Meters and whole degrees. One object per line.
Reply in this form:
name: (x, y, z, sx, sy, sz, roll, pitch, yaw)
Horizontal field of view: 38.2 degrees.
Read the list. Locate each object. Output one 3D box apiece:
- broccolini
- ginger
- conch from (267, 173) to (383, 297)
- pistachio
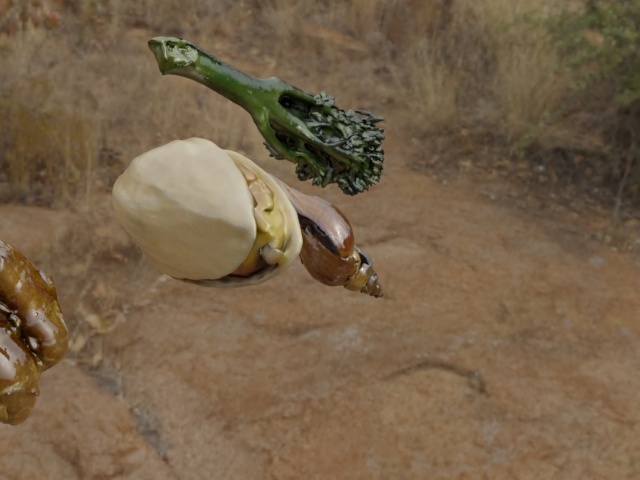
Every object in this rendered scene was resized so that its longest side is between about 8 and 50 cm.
broccolini: (-0.036, -0.068, 0.524, 0.074, 0.058, 0.201, 23, 9, 35)
ginger: (-0.236, 0.042, 0.629, 0.103, 0.162, 0.073, -53, 18, -23)
conch: (0.004, 0.002, 1.248, 0.086, 0.233, 0.080, -29, 30, 11)
pistachio: (-0.123, -0.027, 0.982, 0.229, 0.157, 0.157, 20, 28, 41)
